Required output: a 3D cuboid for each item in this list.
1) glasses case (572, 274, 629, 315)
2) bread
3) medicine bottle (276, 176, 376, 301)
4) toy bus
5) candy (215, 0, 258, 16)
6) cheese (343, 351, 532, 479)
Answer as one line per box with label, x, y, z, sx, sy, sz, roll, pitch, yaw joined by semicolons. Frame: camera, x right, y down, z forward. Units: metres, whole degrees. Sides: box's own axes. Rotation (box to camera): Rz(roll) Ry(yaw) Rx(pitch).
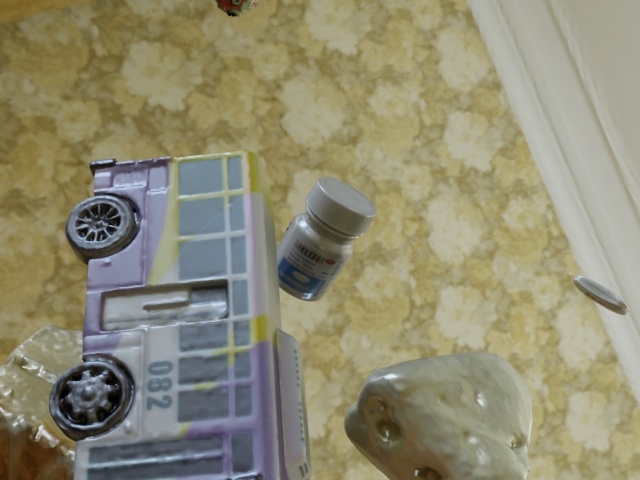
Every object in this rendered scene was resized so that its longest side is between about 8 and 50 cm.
glasses case;0.371;0.072;1.100;0.083;0.021;0.032;37;-7;39
bread;-0.345;0.370;1.177;0.371;0.279;0.390;27;-66;13
medicine bottle;0.000;0.000;1.240;0.105;0.105;0.168;48;-63;36
toy bus;-0.145;0.130;0.936;0.209;0.249;0.440;85;-1;-57
candy;-0.120;-0.475;1.610;0.078;0.288;0.084;32;-70;9
cheese;0.199;0.273;1.131;0.251;0.248;0.173;49;-48;29
